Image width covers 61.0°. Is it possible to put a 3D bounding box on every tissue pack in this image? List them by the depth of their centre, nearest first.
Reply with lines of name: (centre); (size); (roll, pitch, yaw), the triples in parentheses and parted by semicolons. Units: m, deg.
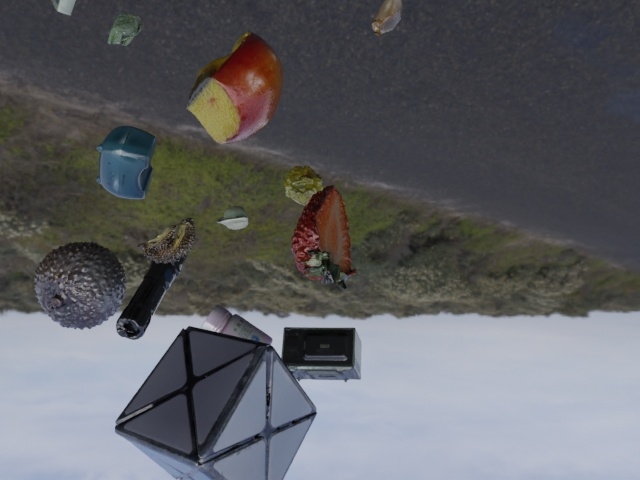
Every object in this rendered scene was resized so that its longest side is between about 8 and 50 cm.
tissue pack: (-0.790, -0.318, 2.208); (0.206, 0.198, 0.287); (15, 139, -12)

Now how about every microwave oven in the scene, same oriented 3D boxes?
microwave oven: (0.006, 0.323, 1.519); (0.205, 0.129, 0.163); (-3, 154, 12)

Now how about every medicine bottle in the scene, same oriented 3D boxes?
medicine bottle: (-0.319, 0.363, 2.044); (0.254, 0.152, 0.152); (35, 172, -2)

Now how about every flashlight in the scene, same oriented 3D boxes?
flashlight: (-0.520, 0.148, 1.696); (0.103, 0.103, 0.424); (1, -147, 5)

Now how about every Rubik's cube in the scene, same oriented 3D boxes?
Rubik's cube: (-0.202, 0.356, 1.091); (0.259, 0.255, 0.260); (1, 135, 36)

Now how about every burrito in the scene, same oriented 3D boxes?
burrito: (-0.566, -0.604, 1.569); (0.074, 0.118, 0.044); (15, 148, -3)

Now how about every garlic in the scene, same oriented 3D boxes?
garlic: (0.204, -0.663, 1.586); (0.066, 0.152, 0.084); (34, -173, 1)

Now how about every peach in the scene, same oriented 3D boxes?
peach: (-0.236, -0.455, 1.650); (0.306, 0.242, 0.380); (-38, -165, 32)

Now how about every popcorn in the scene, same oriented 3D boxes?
popcorn: (-0.048, -0.157, 1.551); (0.116, 0.120, 0.106); (-13, 178, 26)

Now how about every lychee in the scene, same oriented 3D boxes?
lychee: (-0.757, 0.138, 1.747); (0.300, 0.300, 0.300); (2, 174, 0)

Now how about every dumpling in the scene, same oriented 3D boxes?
dumpling: (-0.167, -0.041, 1.029); (0.059, 0.043, 0.077); (-10, -146, -23)

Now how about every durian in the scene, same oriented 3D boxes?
durian: (-0.299, 0.011, 1.071); (0.140, 0.071, 0.110); (-21, -170, 21)

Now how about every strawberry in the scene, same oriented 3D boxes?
strawberry: (0.000, 0.000, 1.318); (0.106, 0.286, 0.188); (-19, 137, 25)

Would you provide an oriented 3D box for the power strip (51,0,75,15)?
power strip: (-0.650, -0.790, 1.459); (0.043, 0.367, 0.106); (4, -141, -46)
